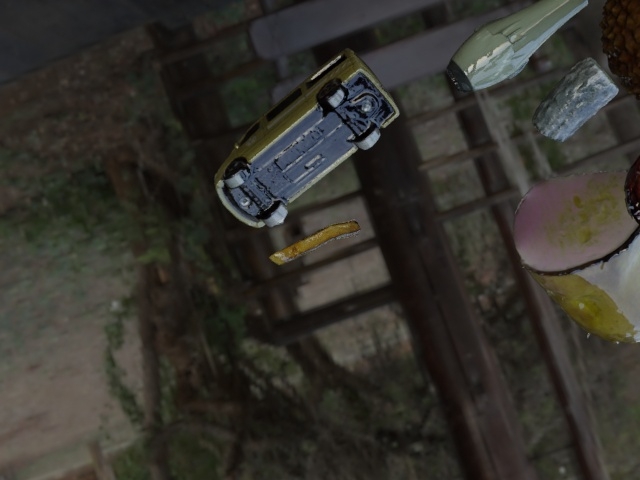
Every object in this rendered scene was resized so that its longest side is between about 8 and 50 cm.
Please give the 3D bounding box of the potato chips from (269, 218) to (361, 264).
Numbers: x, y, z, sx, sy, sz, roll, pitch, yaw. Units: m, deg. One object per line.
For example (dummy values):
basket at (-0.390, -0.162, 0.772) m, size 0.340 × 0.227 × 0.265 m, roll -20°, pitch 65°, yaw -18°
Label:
potato chips at (0.000, 0.000, 1.780) m, size 0.037 × 0.026 × 0.204 m, roll -42°, pitch 168°, yaw 36°

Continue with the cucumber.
cucumber at (0.319, -0.175, 1.569) m, size 0.112 × 0.064 × 0.064 m, roll -46°, pitch 161°, yaw 23°

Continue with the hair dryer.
hair dryer at (0.296, -0.302, 1.831) m, size 0.219 × 0.088 × 0.225 m, roll -33°, pitch -178°, yaw 20°

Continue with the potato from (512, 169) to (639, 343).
potato at (0.433, 0.041, 1.839) m, size 0.229 × 0.229 × 0.266 m, roll -22°, pitch 130°, yaw 18°

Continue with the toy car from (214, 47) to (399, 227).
toy car at (-0.025, -0.135, 1.625) m, size 0.256 × 0.101 × 0.124 m, roll -38°, pitch -150°, yaw 11°

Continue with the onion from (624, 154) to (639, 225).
onion at (0.426, -0.049, 1.344) m, size 0.147 × 0.184 × 0.184 m, roll -50°, pitch -178°, yaw -19°

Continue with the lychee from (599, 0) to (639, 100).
lychee at (0.499, -0.289, 1.657) m, size 0.267 × 0.268 × 0.267 m, roll -19°, pitch 171°, yaw -3°
